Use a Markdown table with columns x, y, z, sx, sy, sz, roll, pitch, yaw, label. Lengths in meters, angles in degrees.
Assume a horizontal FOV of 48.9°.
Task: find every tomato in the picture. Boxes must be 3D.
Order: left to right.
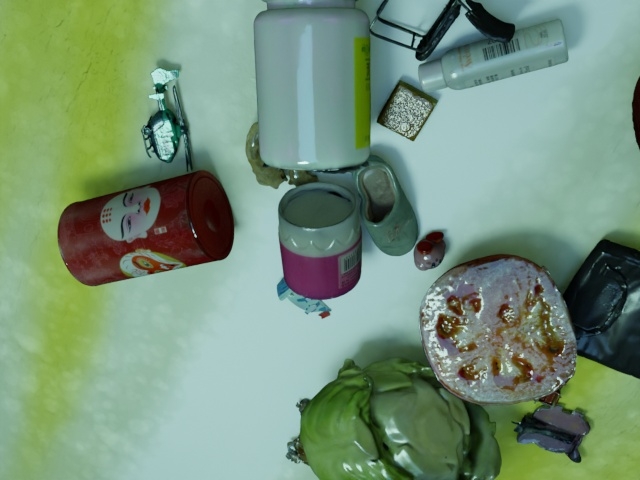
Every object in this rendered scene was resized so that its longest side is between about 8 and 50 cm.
| x | y | z | sx | sy | sz | roll | pitch | yaw | label |
| --- | --- | --- | --- | --- | --- | --- | --- | --- | --- |
| 0.371 | 0.179 | 1.505 | 0.338 | 0.143 | 0.339 | 2 | 100 | 13 | tomato |

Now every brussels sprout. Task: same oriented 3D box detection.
| x | y | z | sx | sy | sz | roll | pitch | yaw | label |
| --- | --- | --- | --- | --- | --- | --- | --- | --- | --- |
| 0.158 | 0.472 | 1.632 | 0.425 | 0.342 | 0.361 | 40 | 146 | -4 | brussels sprout |

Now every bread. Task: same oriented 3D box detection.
| x | y | z | sx | sy | sz | roll | pitch | yaw | label |
| --- | --- | --- | --- | --- | --- | --- | --- | --- | --- |
| 0.172 | -0.257 | 1.403 | 0.090 | 0.035 | 0.094 | 29 | 120 | -2 | bread |

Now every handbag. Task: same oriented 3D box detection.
| x | y | z | sx | sy | sz | roll | pitch | yaw | label |
| --- | --- | --- | --- | --- | --- | --- | --- | --- | --- |
| 0.633 | 0.143 | 1.475 | 0.244 | 0.088 | 0.275 | 21 | 123 | 5 | handbag |

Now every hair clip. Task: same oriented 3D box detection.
| x | y | z | sx | sy | sz | roll | pitch | yaw | label |
| --- | --- | --- | --- | --- | --- | --- | --- | --- | --- |
| 0.551 | 0.452 | 1.683 | 0.187 | 0.056 | 0.146 | 12 | 119 | -3 | hair clip |

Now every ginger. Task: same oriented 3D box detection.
| x | y | z | sx | sy | sz | roll | pitch | yaw | label |
| --- | --- | --- | --- | --- | --- | --- | --- | --- | --- |
| -0.032 | -0.164 | 1.491 | 0.258 | 0.065 | 0.149 | 9 | 130 | -2 | ginger |

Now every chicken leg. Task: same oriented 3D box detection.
| x | y | z | sx | sy | sz | roll | pitch | yaw | label |
| --- | --- | --- | --- | --- | --- | --- | --- | --- | --- |
| -0.022 | 0.514 | 1.835 | 0.125 | 0.080 | 0.196 | 21 | 120 | 17 | chicken leg |

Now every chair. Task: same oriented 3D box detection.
| x | y | z | sx | sy | sz | roll | pitch | yaw | label |
| --- | --- | --- | --- | --- | --- | --- | --- | --- | --- |
| 0.220 | -0.390 | 1.267 | 0.221 | 0.140 | 0.145 | 32 | 120 | -8 | chair |

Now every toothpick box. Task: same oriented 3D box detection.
| x | y | z | sx | sy | sz | roll | pitch | yaw | label |
| --- | --- | --- | --- | --- | --- | --- | --- | --- | --- |
| -0.384 | -0.023 | 1.566 | 0.333 | 0.204 | 0.204 | -12 | 114 | 18 | toothpick box |

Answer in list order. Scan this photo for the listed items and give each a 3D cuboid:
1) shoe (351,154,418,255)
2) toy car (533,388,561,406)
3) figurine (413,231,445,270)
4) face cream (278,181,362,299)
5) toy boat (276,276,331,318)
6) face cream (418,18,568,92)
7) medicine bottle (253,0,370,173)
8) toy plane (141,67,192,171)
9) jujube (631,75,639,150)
| x | y | z | sx | sy | sz | roll | pitch | yaw | label |
| --- | --- | --- | --- | --- | --- | --- | --- | --- | --- |
| 0.135 | -0.056 | 1.471 | 0.103 | 0.100 | 0.251 | -18 | 120 | 15 | shoe |
| 0.484 | 0.338 | 1.631 | 0.143 | 0.054 | 0.073 | 16 | 119 | 4 | toy car |
| 0.236 | 0.025 | 1.519 | 0.067 | 0.083 | 0.071 | 31 | 144 | 47 | figurine |
| 0.000 | 0.000 | 1.483 | 0.175 | 0.175 | 0.195 | 6 | 129 | 11 | face cream |
| -0.045 | 0.133 | 1.672 | 0.105 | 0.034 | 0.149 | -17 | 124 | 18 | toy boat |
| 0.314 | -0.333 | 1.302 | 0.268 | 0.082 | 0.082 | -12 | 114 | 18 | face cream |
| -0.015 | -0.322 | 1.287 | 0.213 | 0.213 | 0.379 | 2 | 106 | 13 | medicine bottle |
| -0.334 | -0.254 | 1.515 | 0.096 | 0.060 | 0.235 | -2 | 120 | 6 | toy plane |
| 0.634 | -0.214 | 1.233 | 0.183 | 0.183 | 0.243 | -5 | 123 | 16 | jujube |
